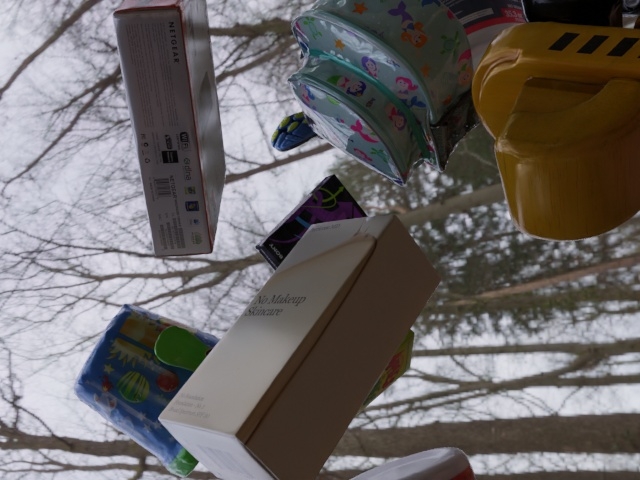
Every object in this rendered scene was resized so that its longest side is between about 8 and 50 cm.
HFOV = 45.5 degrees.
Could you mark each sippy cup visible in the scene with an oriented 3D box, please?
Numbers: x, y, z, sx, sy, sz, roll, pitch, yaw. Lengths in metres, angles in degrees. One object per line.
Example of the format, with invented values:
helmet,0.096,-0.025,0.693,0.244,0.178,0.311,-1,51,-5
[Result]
sippy cup,-0.259,0.222,1.221,0.224,0.305,0.240,31,-158,-9

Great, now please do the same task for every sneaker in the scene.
sneaker,-0.002,-0.202,1.374,0.188,0.067,0.078,-30,-36,-20

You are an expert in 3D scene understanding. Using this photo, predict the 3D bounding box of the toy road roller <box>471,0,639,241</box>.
toy road roller,0.295,-0.111,0.677,0.240,0.329,0.202,-60,-35,-22

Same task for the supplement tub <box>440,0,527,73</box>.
supplement tub,0.237,-0.389,1.283,0.191,0.191,0.272,3,-117,-43

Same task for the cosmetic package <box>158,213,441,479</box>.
cosmetic package,-0.016,0.118,0.849,0.113,0.160,0.309,52,-124,-24

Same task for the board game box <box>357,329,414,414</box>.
board game box,0.039,0.180,0.961,0.181,0.043,0.092,-36,-32,-24

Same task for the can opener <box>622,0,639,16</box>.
can opener,0.379,-0.292,0.796,0.073,0.186,0.059,-41,-79,-42

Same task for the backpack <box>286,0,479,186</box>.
backpack,0.074,-0.207,0.944,0.191,0.225,0.253,-48,-26,-14

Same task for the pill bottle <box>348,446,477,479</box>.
pill bottle,0.164,0.489,1.042,0.210,0.210,0.363,-11,-103,-44

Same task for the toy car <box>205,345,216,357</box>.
toy car,-0.097,0.140,1.013,0.122,0.040,0.060,-43,-100,-8

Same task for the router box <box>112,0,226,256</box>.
router box,-0.202,-0.195,1.096,0.301,0.082,0.335,-95,1,-61

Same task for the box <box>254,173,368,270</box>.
box,0.000,0.000,1.071,0.116,0.029,0.162,50,-117,-13
